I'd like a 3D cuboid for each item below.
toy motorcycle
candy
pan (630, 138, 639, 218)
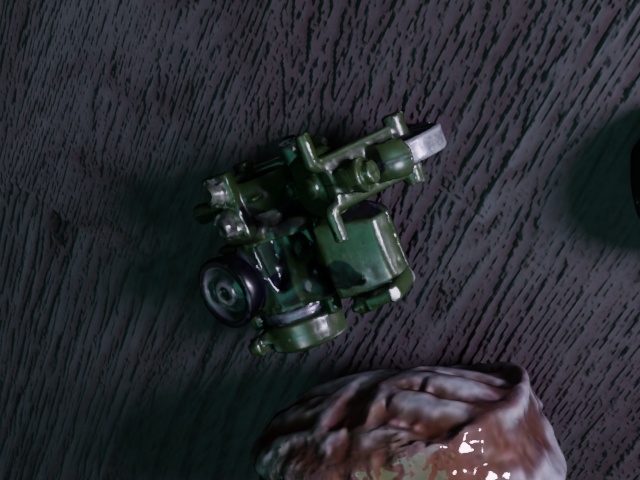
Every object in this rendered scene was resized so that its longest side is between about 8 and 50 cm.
[{"bbox_3d":[0.000,0.000,0.802,0.275,0.127,0.205,-14,103,36],"label":"toy motorcycle"},{"bbox_3d":[0.071,0.195,0.804,0.290,0.214,0.157,-18,99,33],"label":"candy"},{"bbox_3d":[0.317,-0.021,0.639,0.202,0.048,0.128,44,125,20],"label":"pan"}]
